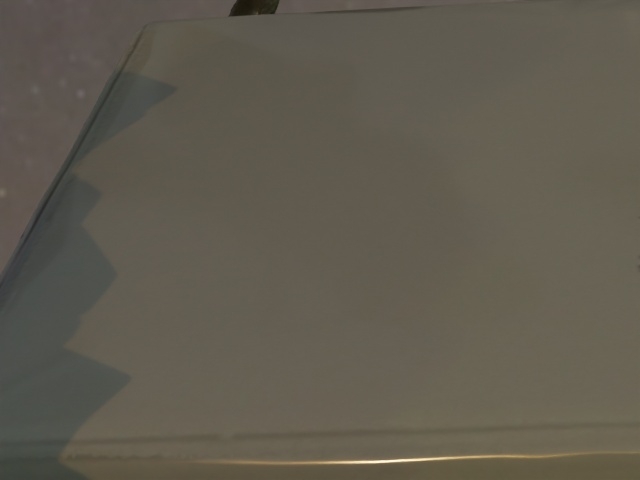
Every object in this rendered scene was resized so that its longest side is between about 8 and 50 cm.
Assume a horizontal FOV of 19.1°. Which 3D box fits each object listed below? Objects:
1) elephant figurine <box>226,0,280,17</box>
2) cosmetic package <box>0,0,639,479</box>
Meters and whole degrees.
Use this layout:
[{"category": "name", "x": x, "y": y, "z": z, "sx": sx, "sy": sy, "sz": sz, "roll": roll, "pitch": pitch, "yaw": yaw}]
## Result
[{"category": "elephant figurine", "x": 0.000, "y": 0.000, "z": 1.173, "sx": 0.169, "sy": 0.239, "sz": 0.186, "roll": -44, "pitch": -20, "yaw": -4}, {"category": "cosmetic package", "x": 0.122, "y": 0.120, "z": 0.600, "sx": 0.393, "sy": 0.329, "sz": 0.327, "roll": -2, "pitch": 25, "yaw": 6}]
